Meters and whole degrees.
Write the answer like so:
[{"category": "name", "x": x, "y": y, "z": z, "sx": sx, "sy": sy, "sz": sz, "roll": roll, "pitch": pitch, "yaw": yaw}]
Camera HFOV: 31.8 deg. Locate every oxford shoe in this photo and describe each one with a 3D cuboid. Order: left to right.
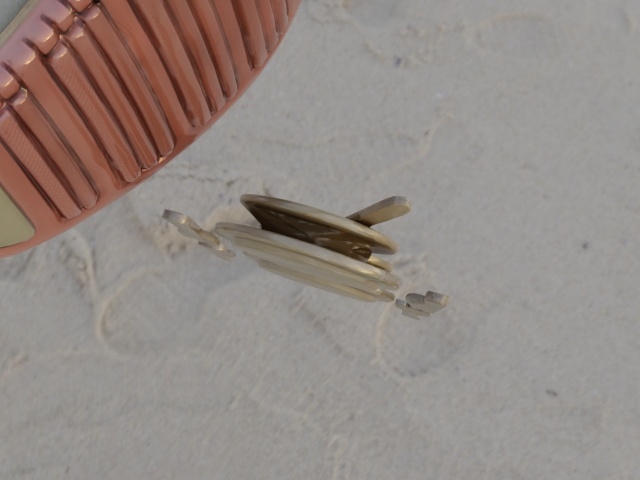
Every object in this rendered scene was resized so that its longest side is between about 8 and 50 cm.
[{"category": "oxford shoe", "x": -0.068, "y": -0.169, "z": 0.488, "sx": 0.146, "sy": 0.140, "sz": 0.397, "roll": 29, "pitch": 69, "yaw": 15}]

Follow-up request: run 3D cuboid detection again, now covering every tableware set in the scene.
[{"category": "tableware set", "x": 0.000, "y": 0.000, "z": 0.559, "sx": 0.128, "sy": 0.194, "sz": 0.039, "roll": 17, "pitch": 85, "yaw": 4}]
